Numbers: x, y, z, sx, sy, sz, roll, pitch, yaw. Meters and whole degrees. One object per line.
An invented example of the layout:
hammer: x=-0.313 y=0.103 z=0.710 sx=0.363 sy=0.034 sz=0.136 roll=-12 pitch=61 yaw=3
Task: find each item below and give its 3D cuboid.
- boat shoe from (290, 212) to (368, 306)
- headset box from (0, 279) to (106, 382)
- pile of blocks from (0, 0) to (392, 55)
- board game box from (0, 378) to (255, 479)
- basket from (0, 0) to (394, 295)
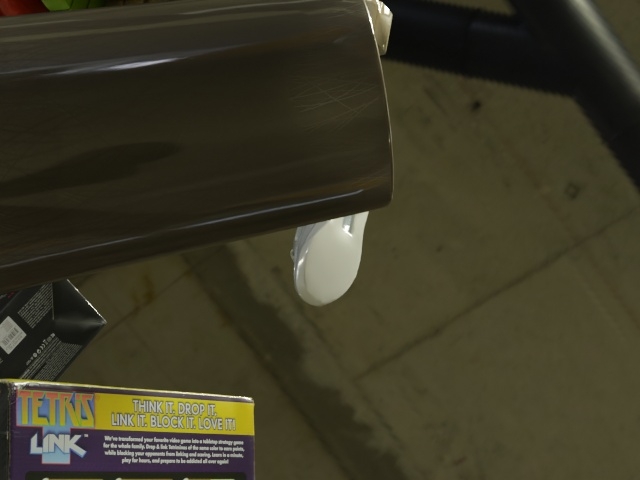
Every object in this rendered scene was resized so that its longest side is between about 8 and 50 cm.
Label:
boat shoe: x=0.000 y=0.000 z=1.424 sx=0.066 sy=0.184 sz=0.063 roll=36 pitch=-45 yaw=-27
headset box: x=-0.427 y=0.163 z=1.677 sx=0.293 sy=0.218 sz=0.110 roll=-22 pitch=-66 yaw=47
pile of blocks: x=-0.125 y=-0.183 z=1.080 sx=0.362 sy=0.112 sz=0.149 roll=11 pitch=-29 yaw=-1
board game box: x=-0.102 y=0.143 z=0.664 sx=0.048 sy=0.170 sz=0.141 roll=-11 pitch=-105 yaw=36
basket: x=-0.082 y=-0.063 z=0.763 sx=0.227 sy=0.204 sz=0.154 roll=-10 pitch=-85 yaw=-3
